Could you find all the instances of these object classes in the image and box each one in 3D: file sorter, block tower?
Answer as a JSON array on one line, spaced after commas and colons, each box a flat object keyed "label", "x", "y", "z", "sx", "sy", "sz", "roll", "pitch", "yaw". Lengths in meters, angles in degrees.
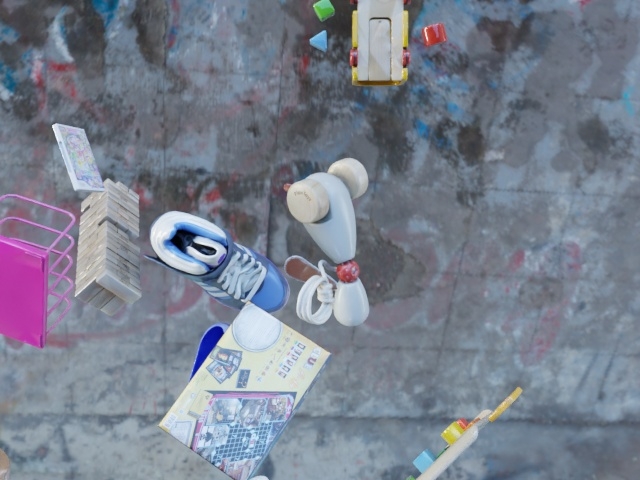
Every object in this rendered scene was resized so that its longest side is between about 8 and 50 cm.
[{"label": "file sorter", "x": -0.702, "y": 0.067, "z": 1.850, "sx": 0.202, "sy": 0.182, "sz": 0.290, "roll": 19, "pitch": 127, "yaw": 4}, {"label": "block tower", "x": -0.432, "y": 0.007, "z": 1.597, "sx": 0.097, "sy": 0.335, "sz": 0.091, "roll": -40, "pitch": 126, "yaw": 16}]

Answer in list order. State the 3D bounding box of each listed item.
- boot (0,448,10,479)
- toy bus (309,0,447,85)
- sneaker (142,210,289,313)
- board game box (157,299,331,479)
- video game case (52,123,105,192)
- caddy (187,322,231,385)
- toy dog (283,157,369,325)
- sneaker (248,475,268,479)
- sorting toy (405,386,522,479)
[{"label": "boot", "x": -0.556, "y": 0.434, "z": 1.359, "sx": 0.042, "sy": 0.118, "sz": 0.087, "roll": -7, "pitch": 125, "yaw": -17}, {"label": "toy bus", "x": 0.096, "y": -0.352, "z": 1.301, "sx": 0.202, "sy": 0.104, "sz": 0.191, "roll": -44, "pitch": 93, "yaw": 3}, {"label": "sneaker", "x": -0.188, "y": 0.055, "z": 1.519, "sx": 0.323, "sy": 0.236, "sz": 0.130, "roll": 33, "pitch": 85, "yaw": -12}, {"label": "board game box", "x": -0.116, "y": 0.239, "z": 1.235, "sx": 0.165, "sy": 0.042, "sz": 0.243, "roll": 32, "pitch": 73, "yaw": 12}, {"label": "video game case", "x": -0.425, "y": -0.144, "z": 1.378, "sx": 0.011, "sy": 0.087, "sz": 0.122, "roll": -21, "pitch": 86, "yaw": 14}, {"label": "caddy", "x": -0.208, "y": 0.351, "z": 1.807, "sx": 0.179, "sy": 0.241, "sz": 0.341, "roll": 0, "pitch": 119, "yaw": -36}, {"label": "toy dog", "x": 0.000, "y": 0.000, "z": 1.552, "sx": 0.220, "sy": 0.161, "sz": 0.333, "roll": 2, "pitch": 94, "yaw": -45}, {"label": "sneaker", "x": -0.061, "y": 0.383, "z": 0.907, "sx": 0.153, "sy": 0.235, "sz": 0.094, "roll": -29, "pitch": 164, "yaw": 18}, {"label": "sorting toy", "x": 0.232, "y": 0.378, "z": 1.432, "sx": 0.047, "sy": 0.196, "sz": 0.347, "roll": 45, "pitch": 103, "yaw": 15}]
